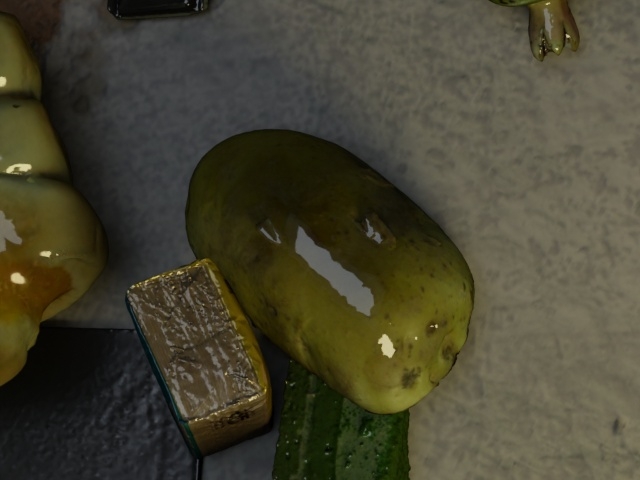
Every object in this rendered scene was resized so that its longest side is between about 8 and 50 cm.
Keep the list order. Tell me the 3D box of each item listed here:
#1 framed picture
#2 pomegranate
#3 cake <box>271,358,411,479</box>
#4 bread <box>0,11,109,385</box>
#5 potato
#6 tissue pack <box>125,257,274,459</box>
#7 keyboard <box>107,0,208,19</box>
[{"bbox_3d":[-0.259,0.199,1.666,0.338,0.014,0.255,0,81,17],"label":"framed picture"},{"bbox_3d":[0.172,-0.214,1.557,0.114,0.114,0.142,-14,101,15],"label":"pomegranate"},{"bbox_3d":[0.016,0.156,1.543,0.100,0.099,0.235,-1,80,15],"label":"cake"},{"bbox_3d":[-0.339,-0.021,1.625,0.300,0.210,0.341,-25,79,-11],"label":"bread"},{"bbox_3d":[0.000,0.000,1.545,0.160,0.111,0.271,-45,64,-8],"label":"potato"},{"bbox_3d":[-0.089,0.093,1.540,0.082,0.169,0.120,-24,75,-6],"label":"tissue pack"},{"bbox_3d":[-0.135,-0.303,1.701,0.093,0.025,0.230,-2,81,19],"label":"keyboard"}]
